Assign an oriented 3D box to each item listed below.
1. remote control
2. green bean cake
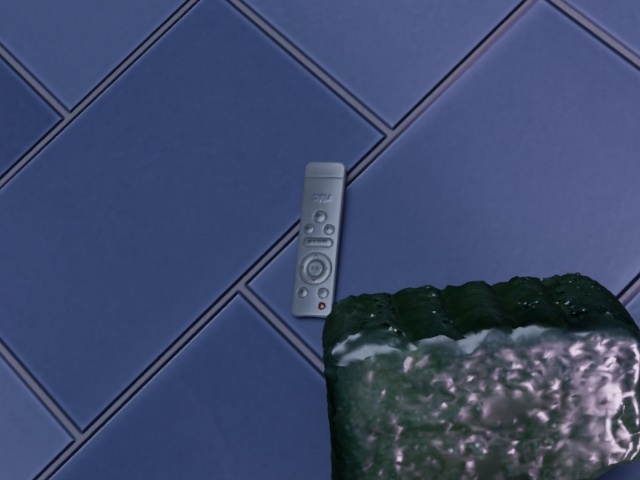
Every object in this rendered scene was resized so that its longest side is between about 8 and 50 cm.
[{"bbox_3d":[0.000,0.000,1.665,0.049,0.027,0.184,1,73,17],"label":"remote control"},{"bbox_3d":[0.156,0.196,1.407,0.300,0.169,0.308,-4,106,0],"label":"green bean cake"}]
